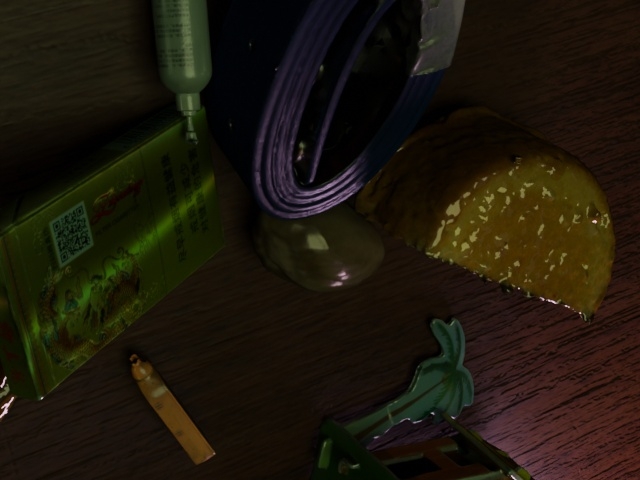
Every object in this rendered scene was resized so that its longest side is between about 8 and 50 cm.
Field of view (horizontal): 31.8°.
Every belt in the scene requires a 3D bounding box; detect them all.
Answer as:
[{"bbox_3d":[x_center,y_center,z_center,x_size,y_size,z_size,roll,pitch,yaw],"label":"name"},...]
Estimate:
[{"bbox_3d":[0.014,-0.182,1.123,0.212,0.117,0.347,-4,134,-34],"label":"belt"}]

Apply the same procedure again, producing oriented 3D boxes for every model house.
[{"bbox_3d":[0.197,0.305,1.431,0.323,0.300,0.340,-3,113,-35],"label":"model house"}]

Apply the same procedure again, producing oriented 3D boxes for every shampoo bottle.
[{"bbox_3d":[-0.136,-0.192,1.107,0.056,0.056,0.195,-9,104,-27],"label":"shampoo bottle"}]

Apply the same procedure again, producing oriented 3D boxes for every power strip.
[{"bbox_3d":[-0.174,0.194,1.300,0.028,0.049,0.178,-33,125,-7],"label":"power strip"}]

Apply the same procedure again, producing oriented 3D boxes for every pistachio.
[{"bbox_3d":[0.000,0.000,1.281,0.185,0.108,0.126,23,57,-42],"label":"pistachio"}]

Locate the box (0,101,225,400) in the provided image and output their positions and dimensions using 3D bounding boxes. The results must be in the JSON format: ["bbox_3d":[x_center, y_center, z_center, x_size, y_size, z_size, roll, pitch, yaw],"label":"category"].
[{"bbox_3d":[-0.204,-0.001,1.097,0.311,0.043,0.173,-44,135,-48],"label":"box"}]

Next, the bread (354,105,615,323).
[{"bbox_3d":[0.218,-0.047,1.324,0.340,0.194,0.179,21,102,-32],"label":"bread"}]

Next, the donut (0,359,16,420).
[{"bbox_3d":[-0.428,0.099,1.047,0.330,0.160,0.330,-8,109,-24],"label":"donut"}]
